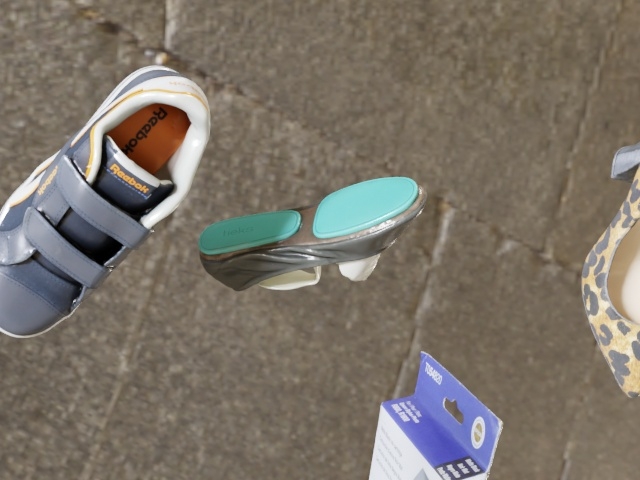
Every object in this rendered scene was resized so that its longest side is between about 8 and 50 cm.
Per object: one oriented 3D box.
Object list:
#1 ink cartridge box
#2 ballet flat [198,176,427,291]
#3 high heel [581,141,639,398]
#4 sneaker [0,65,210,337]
[{"bbox_3d":[0.101,0.245,1.220,0.045,0.223,0.224,6,100,-15],"label":"ink cartridge box"},{"bbox_3d":[0.000,0.000,1.369,0.096,0.280,0.095,60,31,-35],"label":"ballet flat"},{"bbox_3d":[0.322,0.020,1.165,0.093,0.186,0.261,4,84,-10],"label":"high heel"},{"bbox_3d":[-0.227,-0.035,1.226,0.126,0.127,0.321,35,88,-24],"label":"sneaker"}]
